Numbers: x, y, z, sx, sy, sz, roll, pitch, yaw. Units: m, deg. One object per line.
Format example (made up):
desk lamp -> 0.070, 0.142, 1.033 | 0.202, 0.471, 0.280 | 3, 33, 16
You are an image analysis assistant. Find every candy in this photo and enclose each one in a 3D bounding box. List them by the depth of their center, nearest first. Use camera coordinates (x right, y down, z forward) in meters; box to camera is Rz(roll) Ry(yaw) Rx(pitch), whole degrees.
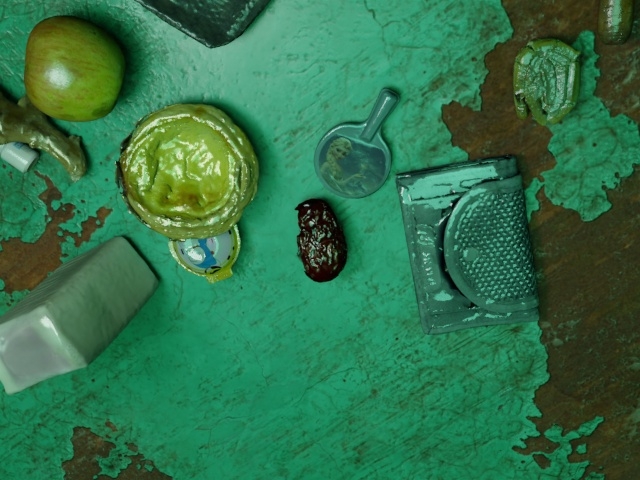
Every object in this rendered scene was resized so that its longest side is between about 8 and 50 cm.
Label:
candy -> -0.488, 0.141, 1.801 | 0.208, 0.358, 0.145 | -23, 106, 24

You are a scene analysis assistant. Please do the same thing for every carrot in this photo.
carrot -> 0.506, -0.425, 1.562 | 0.060, 0.060, 0.186 | 2, 110, 9

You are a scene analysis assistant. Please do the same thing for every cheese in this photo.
cheese -> -0.248, -0.033, 1.847 | 0.157, 0.064, 0.250 | -20, 94, 16

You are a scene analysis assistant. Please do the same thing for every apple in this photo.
apple -> -0.454, -0.315, 1.708 | 0.196, 0.196, 0.195 | 3, 112, 9

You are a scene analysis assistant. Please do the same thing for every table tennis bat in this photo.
table tennis bat -> 0.081, -0.184, 1.745 | 0.149, 0.038, 0.237 | 30, 116, -2

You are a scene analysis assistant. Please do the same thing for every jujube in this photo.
jujube -> 0.004, 0.000, 1.796 | 0.104, 0.104, 0.165 | -3, 109, 11

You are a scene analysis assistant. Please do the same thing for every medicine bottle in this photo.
medicine bottle -> -0.620, -0.180, 1.861 | 0.089, 0.052, 0.052 | 35, 113, -4

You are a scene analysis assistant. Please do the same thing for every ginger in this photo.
ginger -> -0.607, -0.231, 1.813 | 0.334, 0.147, 0.081 | 28, 143, -9

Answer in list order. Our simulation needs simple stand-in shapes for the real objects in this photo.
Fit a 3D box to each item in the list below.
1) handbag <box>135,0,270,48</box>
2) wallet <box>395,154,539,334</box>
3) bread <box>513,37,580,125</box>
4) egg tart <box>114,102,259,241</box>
handbag -> -0.226, -0.467, 1.668 | 0.270, 0.088, 0.175 | 33, 106, -4
wallet -> 0.287, 0.018, 1.768 | 0.237, 0.075, 0.342 | -9, 109, 10
bread -> 0.402, -0.281, 1.632 | 0.118, 0.064, 0.156 | -2, 109, 12
egg tart -> -0.253, -0.131, 1.773 | 0.279, 0.095, 0.278 | 0, 93, 6
